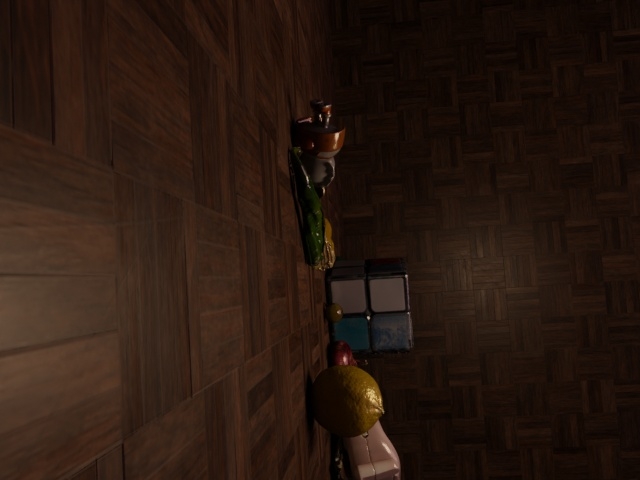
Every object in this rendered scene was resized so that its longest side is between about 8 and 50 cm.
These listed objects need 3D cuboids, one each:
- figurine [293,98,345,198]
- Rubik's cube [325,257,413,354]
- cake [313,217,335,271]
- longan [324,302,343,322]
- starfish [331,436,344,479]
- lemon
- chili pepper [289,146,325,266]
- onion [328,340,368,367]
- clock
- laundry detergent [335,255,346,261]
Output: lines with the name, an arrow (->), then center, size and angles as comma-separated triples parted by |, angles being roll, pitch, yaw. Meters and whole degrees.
figurine -> -0.002, -0.240, 1.563 | 0.143, 0.143, 0.271 | -88, 170, -48
Rubik's cube -> 0.193, 0.249, 2.304 | 0.313, 0.316, 0.318 | -61, 148, -80
cake -> 0.004, 0.000, 1.746 | 0.116, 0.080, 0.184 | 52, 38, -85
longan -> 0.040, 0.248, 2.046 | 0.083, 0.075, 0.075 | 45, 3, 4
starfish -> 0.064, 0.745, 1.906 | 0.176, 0.053, 0.208 | 85, -7, -55
lemon -> 0.069, 0.408, 1.489 | 0.178, 0.203, 0.178 | -29, 123, -57
chili pepper -> -0.028, -0.079, 1.521 | 0.085, 0.076, 0.359 | -56, 150, -38
onion -> 0.100, 0.430, 2.096 | 0.150, 0.140, 0.150 | -7, 90, -82
clock -> 0.152, 0.725, 2.045 | 0.325, 0.184, 0.342 | -115, -160, -45
laundry detergent -> 0.081, 0.180, 2.535 | 0.137, 0.063, 0.210 | 59, 29, -71
